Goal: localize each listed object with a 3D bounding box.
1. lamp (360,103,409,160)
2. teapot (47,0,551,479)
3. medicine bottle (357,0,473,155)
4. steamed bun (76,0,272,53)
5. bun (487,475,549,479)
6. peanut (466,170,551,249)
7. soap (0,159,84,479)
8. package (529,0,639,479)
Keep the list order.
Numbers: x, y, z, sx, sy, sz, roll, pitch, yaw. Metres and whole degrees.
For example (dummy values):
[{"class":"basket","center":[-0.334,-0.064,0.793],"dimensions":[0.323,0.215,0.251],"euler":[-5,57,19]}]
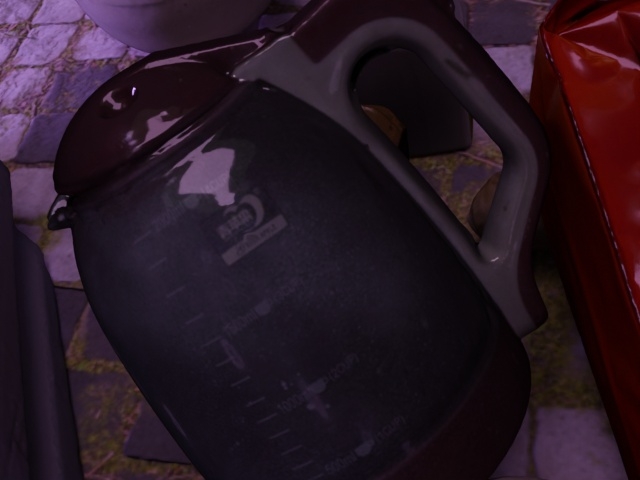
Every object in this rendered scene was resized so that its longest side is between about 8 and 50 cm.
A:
[{"class":"lamp","center":[-0.015,-0.047,0.752],"dimensions":[0.185,0.161,0.161],"euler":[0,53,12]},{"class":"teapot","center":[0.000,0.000,0.549],"dimensions":[0.315,0.312,0.233],"euler":[-32,22,7]},{"class":"medicine bottle","center":[0.072,-0.171,0.802],"dimensions":[0.132,0.188,0.088],"euler":[-4,52,11]},{"class":"steamed bun","center":[-0.155,-0.340,0.994],"dimensions":[0.283,0.177,0.283],"euler":[-6,68,16]},{"class":"bun","center":[0.128,0.234,0.511],"dimensions":[0.173,0.120,0.173],"euler":[-31,45,37]},{"class":"peanut","center":[0.231,-0.028,0.712],"dimensions":[0.214,0.099,0.099],"euler":[8,55,14]},{"class":"soap","center":[-0.378,0.043,0.671],"dimensions":[0.213,0.350,0.435],"euler":[-26,49,4]},{"class":"package","center":[0.227,0.008,0.552],"dimensions":[0.123,0.196,0.424],"euler":[-13,70,3]}]
